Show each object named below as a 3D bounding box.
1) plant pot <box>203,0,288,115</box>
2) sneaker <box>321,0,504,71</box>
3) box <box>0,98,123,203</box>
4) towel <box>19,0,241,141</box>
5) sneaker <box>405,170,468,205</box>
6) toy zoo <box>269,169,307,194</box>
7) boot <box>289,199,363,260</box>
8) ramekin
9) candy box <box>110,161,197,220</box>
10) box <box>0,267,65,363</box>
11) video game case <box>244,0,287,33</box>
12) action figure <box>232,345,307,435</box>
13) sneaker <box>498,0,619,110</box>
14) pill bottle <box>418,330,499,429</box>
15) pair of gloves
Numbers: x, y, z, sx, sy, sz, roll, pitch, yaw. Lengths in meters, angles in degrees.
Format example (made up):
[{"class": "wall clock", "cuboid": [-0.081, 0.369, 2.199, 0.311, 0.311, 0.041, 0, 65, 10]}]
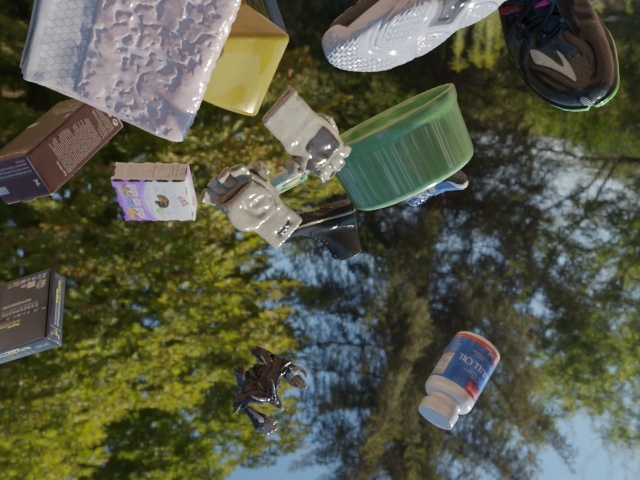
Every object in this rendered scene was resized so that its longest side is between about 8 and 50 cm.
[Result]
[{"class": "plant pot", "cuboid": [-0.236, -0.421, 1.573, 0.212, 0.212, 0.187, 43, -148, 25]}, {"class": "sneaker", "cuboid": [0.104, -0.293, 0.735, 0.268, 0.153, 0.101, -28, 161, 3]}, {"class": "box", "cuboid": [-0.765, -0.274, 2.019, 0.191, 0.143, 0.381, -8, -144, 27]}, {"class": "towel", "cuboid": [-0.332, -0.353, 1.206, 0.316, 0.332, 0.053, 20, -140, -16]}, {"class": "sneaker", "cuboid": [0.240, -0.124, 1.603, 0.211, 0.081, 0.080, 3, -163, 36]}, {"class": "toy zoo", "cuboid": [-0.118, -0.141, 1.809, 0.192, 0.030, 0.293, -29, -179, -4]}, {"class": "boot", "cuboid": [0.000, 0.000, 1.612, 0.197, 0.137, 0.077, -17, -162, -5]}, {"class": "ramekin", "cuboid": [0.162, -0.185, 1.432, 0.303, 0.148, 0.303, -27, -168, 6]}, {"class": "candy box", "cuboid": [-0.440, -0.130, 1.876, 0.196, 0.165, 0.070, 0, -128, 1]}, {"class": "box", "cuboid": [-0.709, 0.182, 1.625, 0.232, 0.184, 0.059, -17, 148, 13]}, {"class": "video game case", "cuboid": [-0.187, -0.700, 1.878, 0.035, 0.275, 0.248, -29, -134, -8]}, {"class": "action figure", "cuboid": [-0.109, 0.311, 1.484, 0.141, 0.164, 0.275, 44, 174, -10]}, {"class": "sneaker", "cuboid": [0.384, -0.452, 1.268, 0.185, 0.483, 0.202, -26, 175, 27]}, {"class": "pill bottle", "cuboid": [0.331, 0.339, 1.691, 0.124, 0.124, 0.221, 16, -122, 38]}, {"class": "pair of gloves", "cuboid": [-0.066, -0.117, 1.160, 0.204, 0.240, 0.042, 30, -170, -49]}]
